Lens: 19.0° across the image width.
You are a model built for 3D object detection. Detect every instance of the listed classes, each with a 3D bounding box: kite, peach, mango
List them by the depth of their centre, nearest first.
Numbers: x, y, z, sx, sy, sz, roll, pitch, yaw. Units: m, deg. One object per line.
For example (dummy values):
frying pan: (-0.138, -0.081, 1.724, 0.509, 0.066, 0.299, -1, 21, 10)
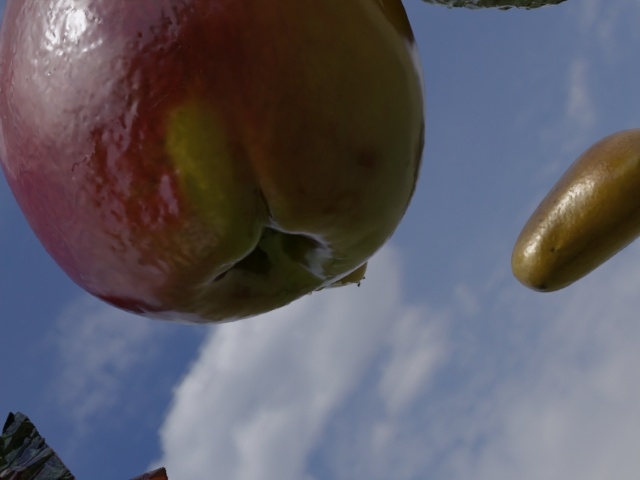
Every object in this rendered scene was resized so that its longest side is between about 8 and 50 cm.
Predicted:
peach: (-0.076, -0.112, 1.265, 0.307, 0.332, 0.308, -10, -27, -5)
kite: (-0.194, 0.219, 1.458, 0.189, 0.232, 0.009, -23, -34, -27)
mango: (0.243, -0.026, 1.685, 0.178, 0.090, 0.115, -48, -8, 16)

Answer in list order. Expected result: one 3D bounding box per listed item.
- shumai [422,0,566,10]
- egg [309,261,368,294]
shumai: (0.159, -0.318, 1.537, 0.261, 0.225, 0.222, 123, 155, -48)
egg: (0.000, 0.000, 1.703, 0.080, 0.080, 0.096, -16, -86, -56)
